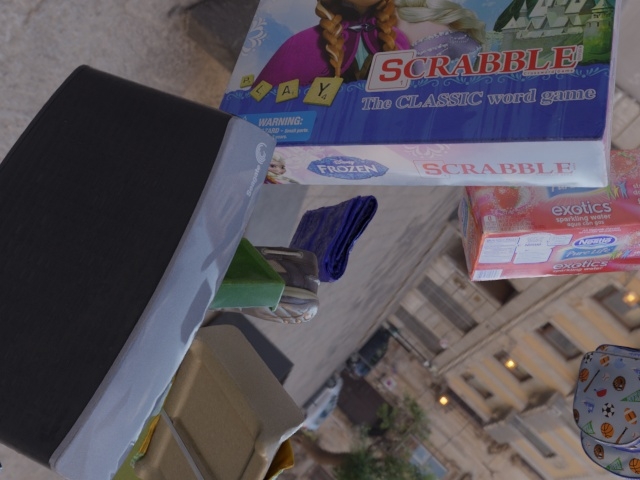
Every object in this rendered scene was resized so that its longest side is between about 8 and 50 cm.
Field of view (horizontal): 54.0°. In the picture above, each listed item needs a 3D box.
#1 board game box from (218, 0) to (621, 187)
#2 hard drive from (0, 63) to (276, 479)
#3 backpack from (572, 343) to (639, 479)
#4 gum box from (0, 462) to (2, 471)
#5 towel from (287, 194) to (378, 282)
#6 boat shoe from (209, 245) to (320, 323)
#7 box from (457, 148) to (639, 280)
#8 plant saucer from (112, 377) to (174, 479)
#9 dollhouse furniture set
[{"bbox_3d":[0.089,-0.197,0.548,0.066,0.318,0.318,50,49,-54],"label":"board game box"},{"bbox_3d":[-0.153,0.009,0.409,0.054,0.172,0.255,66,48,-70],"label":"hard drive"},{"bbox_3d":[0.645,0.349,1.261,0.276,0.213,0.263,173,-73,-70],"label":"backpack"},{"bbox_3d":[-0.571,0.328,1.017,0.041,0.157,0.184,-20,161,-39],"label":"gum box"},{"bbox_3d":[0.000,0.000,1.529,0.228,0.076,0.308,-61,-162,-19],"label":"towel"},{"bbox_3d":[-0.171,0.046,1.056,0.132,0.355,0.130,103,-1,-66],"label":"boat shoe"},{"bbox_3d":[0.382,-0.039,0.993,0.300,0.142,0.154,-4,149,3],"label":"box"},{"bbox_3d":[-0.219,0.318,0.895,0.241,0.241,0.037,-44,161,-11],"label":"plant saucer"},{"bbox_3d":[-0.099,0.157,0.654,0.151,0.301,0.198,3,121,-43],"label":"dollhouse furniture set"}]
